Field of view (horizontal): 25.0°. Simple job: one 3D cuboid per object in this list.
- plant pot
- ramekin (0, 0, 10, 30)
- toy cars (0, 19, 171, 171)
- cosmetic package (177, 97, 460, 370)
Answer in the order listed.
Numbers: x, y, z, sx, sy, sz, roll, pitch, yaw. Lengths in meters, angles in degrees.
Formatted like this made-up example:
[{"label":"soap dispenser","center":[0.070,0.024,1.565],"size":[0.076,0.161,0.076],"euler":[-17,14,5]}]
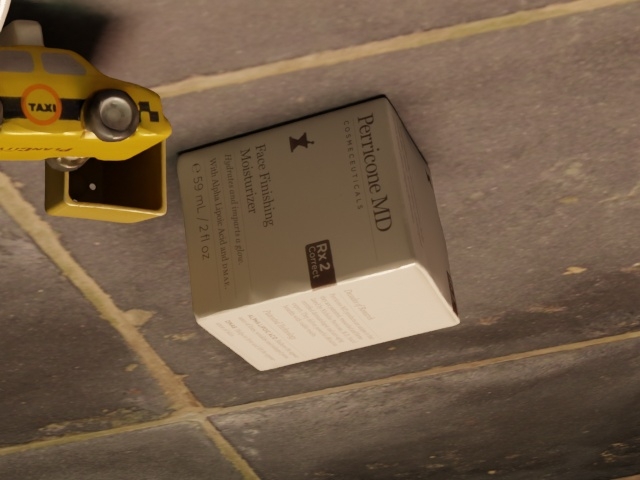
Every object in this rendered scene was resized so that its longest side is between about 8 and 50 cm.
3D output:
[{"label":"plant pot","center":[-0.171,-0.053,1.099],"size":[0.082,0.081,0.083],"euler":[6,165,-30]},{"label":"ramekin","center":[-0.248,-0.179,0.597],"size":[0.277,0.135,0.277],"euler":[3,131,4]},{"label":"toy cars","center":[-0.302,-0.083,0.974],"size":[0.394,0.087,0.176],"euler":[-8,172,9]},{"label":"cosmetic package","center":[0.000,0.000,1.183],"size":[0.184,0.151,0.151],"euler":[-16,155,13]}]
